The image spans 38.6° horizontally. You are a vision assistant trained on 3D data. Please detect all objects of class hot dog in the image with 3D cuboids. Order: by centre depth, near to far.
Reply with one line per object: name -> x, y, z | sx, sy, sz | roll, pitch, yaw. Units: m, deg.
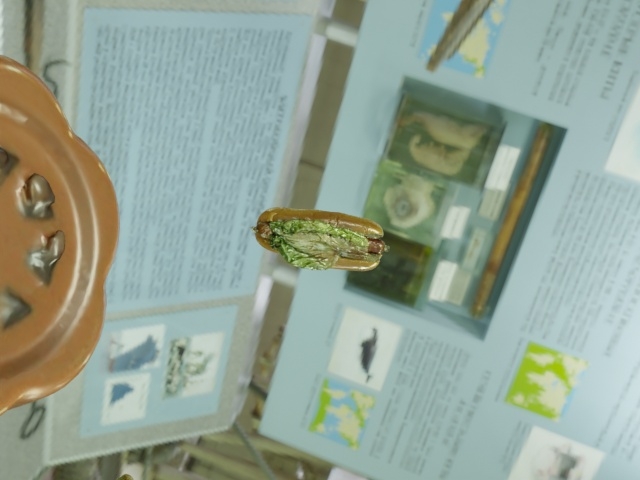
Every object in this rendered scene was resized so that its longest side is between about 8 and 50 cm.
hot dog -> 0.000, 0.000, 0.841 | 0.041, 0.133, 0.056 | -154, -107, -78

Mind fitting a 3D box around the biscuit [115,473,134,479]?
biscuit -> -0.167, 0.275, 0.624 | 0.016, 0.139, 0.231 | 7, 135, -49

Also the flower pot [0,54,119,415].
flower pot -> -0.182, 0.004, 0.350 | 0.190, 0.173, 0.191 | 5, 84, -54
